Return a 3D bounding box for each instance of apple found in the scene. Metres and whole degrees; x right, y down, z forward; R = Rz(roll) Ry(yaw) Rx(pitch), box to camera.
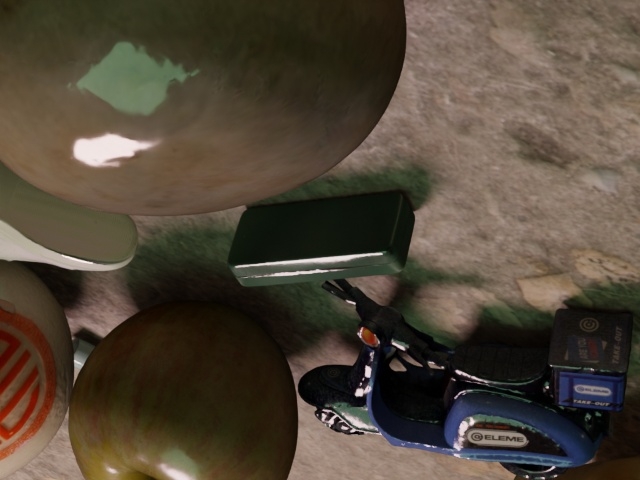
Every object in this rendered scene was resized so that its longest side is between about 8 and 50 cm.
[{"bbox_3d":[-0.144,0.195,1.745,0.257,0.234,0.257,14,134,15],"label":"apple"}]

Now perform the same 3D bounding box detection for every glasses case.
[{"bbox_3d":[0.000,0.000,1.576,0.184,0.078,0.039,-6,139,27],"label":"glasses case"}]

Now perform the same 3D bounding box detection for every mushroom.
[{"bbox_3d":[-0.113,-0.177,1.265,0.362,0.294,0.362,-8,165,-2],"label":"mushroom"}]

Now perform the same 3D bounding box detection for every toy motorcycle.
[{"bbox_3d":[0.147,0.145,1.688,0.358,0.125,0.212,4,134,12],"label":"toy motorcycle"}]

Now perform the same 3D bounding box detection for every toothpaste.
[{"bbox_3d":[-0.217,0.177,1.927,0.205,0.036,0.056,31,142,-26],"label":"toothpaste"}]

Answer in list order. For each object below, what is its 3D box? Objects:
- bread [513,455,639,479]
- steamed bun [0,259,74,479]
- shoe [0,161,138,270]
[{"bbox_3d":[0.369,0.353,1.745,0.270,0.211,0.316,-15,159,35],"label":"bread"},{"bbox_3d":[-0.397,0.144,1.733,0.283,0.283,0.177,39,169,-29],"label":"steamed bun"},{"bbox_3d":[-0.319,-0.021,1.663,0.265,0.095,0.110,21,149,1],"label":"shoe"}]
